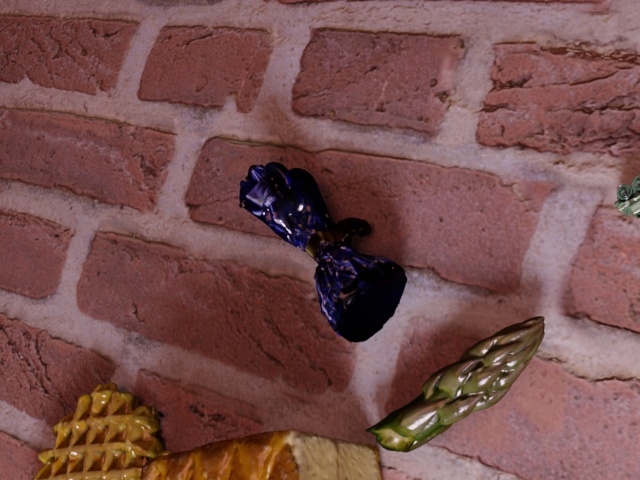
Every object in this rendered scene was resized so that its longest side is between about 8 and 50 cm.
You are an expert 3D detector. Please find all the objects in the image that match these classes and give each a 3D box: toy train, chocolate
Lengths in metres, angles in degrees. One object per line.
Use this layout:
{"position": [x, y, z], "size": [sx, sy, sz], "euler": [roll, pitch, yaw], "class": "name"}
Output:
{"position": [0.392, -0.054, 1.278], "size": [0.083, 0.033, 0.053], "euler": [-36, 58, 24], "class": "toy train"}
{"position": [-0.002, -0.004, 1.535], "size": [0.148, 0.126, 0.343], "euler": [-24, 47, -16], "class": "chocolate"}

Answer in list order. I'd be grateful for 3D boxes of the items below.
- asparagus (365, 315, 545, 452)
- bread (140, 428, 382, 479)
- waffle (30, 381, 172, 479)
{"position": [0.173, 0.188, 1.340], "size": [0.287, 0.080, 0.080], "euler": [-42, 52, 18], "class": "asparagus"}
{"position": [-0.077, 0.399, 1.374], "size": [0.279, 0.207, 0.279], "euler": [-15, 64, 34], "class": "bread"}
{"position": [-0.349, 0.387, 1.698], "size": [0.329, 0.062, 0.329], "euler": [-16, 63, 34], "class": "waffle"}
